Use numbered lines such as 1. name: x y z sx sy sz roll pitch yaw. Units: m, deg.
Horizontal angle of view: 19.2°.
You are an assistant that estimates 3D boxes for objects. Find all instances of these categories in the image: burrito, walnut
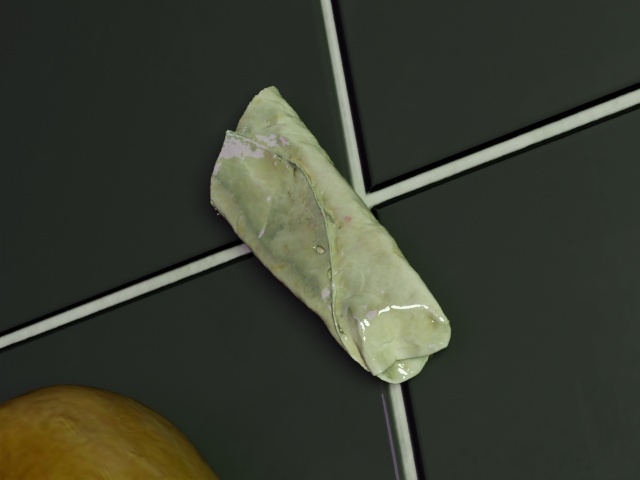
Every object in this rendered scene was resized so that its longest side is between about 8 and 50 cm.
1. burrito: 0.000 0.000 1.201 0.087 0.060 0.226 -47 56 9
2. walnut: -0.138 0.203 1.155 0.298 0.203 0.203 26 94 52
